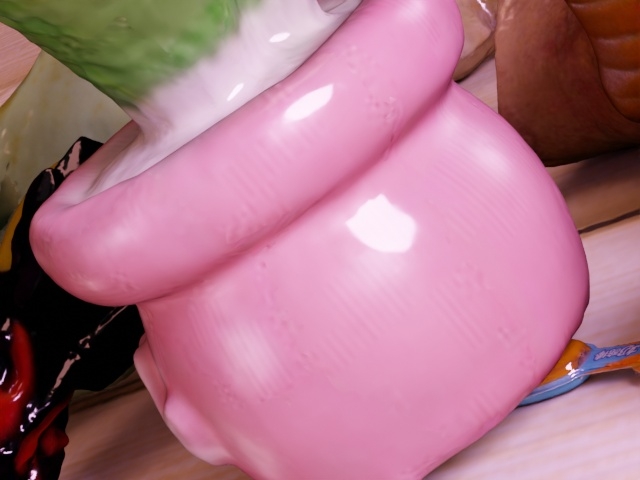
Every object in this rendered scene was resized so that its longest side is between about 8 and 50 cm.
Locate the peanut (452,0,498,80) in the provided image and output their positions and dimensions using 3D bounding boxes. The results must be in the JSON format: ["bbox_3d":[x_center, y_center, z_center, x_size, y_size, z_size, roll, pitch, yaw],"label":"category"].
[{"bbox_3d":[0.100,-0.156,1.326,0.228,0.085,0.104,-20,28,17],"label":"peanut"}]

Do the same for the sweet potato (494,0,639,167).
[{"bbox_3d":[0.229,-0.117,0.964,0.337,0.131,0.131,-12,23,44],"label":"sweet potato"}]

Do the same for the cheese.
[{"bbox_3d":[0.109,0.053,0.832,0.111,0.017,0.047,-13,25,37],"label":"cheese"}]

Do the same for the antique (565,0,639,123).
[{"bbox_3d":[0.236,-0.130,0.801,0.278,0.223,0.129,-11,35,40],"label":"antique"}]

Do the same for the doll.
[{"bbox_3d":[-0.137,0.042,0.984,0.248,0.088,0.127,-57,-14,-19],"label":"doll"}]

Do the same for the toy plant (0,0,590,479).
[{"bbox_3d":[-0.041,-0.063,0.799,0.211,0.356,0.317,-30,15,1],"label":"toy plant"}]

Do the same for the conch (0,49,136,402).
[{"bbox_3d":[-0.148,0.002,1.098,0.250,0.137,0.143,-45,59,11],"label":"conch"}]
